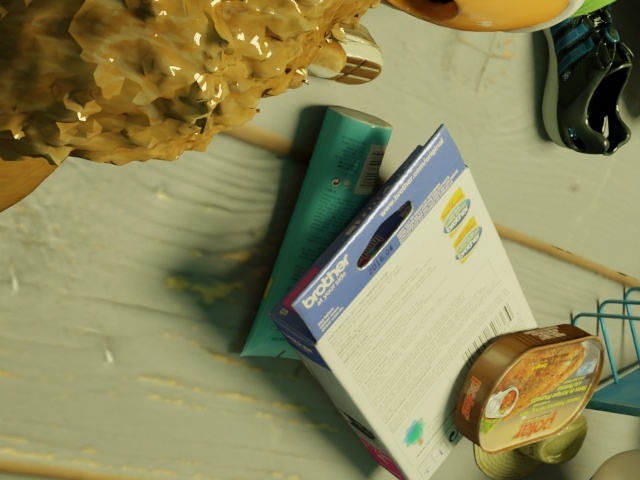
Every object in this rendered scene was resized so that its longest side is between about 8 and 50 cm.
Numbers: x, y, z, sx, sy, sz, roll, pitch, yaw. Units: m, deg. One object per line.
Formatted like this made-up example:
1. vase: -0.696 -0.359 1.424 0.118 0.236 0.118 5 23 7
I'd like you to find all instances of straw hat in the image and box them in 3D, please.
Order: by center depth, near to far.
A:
1. straw hat: 0.223 0.186 1.173 0.144 0.061 0.145 -14 114 -34

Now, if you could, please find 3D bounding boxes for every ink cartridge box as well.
1. ink cartridge box: 0.073 0.058 0.973 0.186 0.065 0.311 -49 142 -14

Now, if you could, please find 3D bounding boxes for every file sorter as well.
1. file sorter: 0.351 0.096 1.197 0.170 0.118 0.105 -22 101 -31

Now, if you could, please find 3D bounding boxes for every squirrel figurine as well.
1. squirrel figurine: -0.086 -0.145 0.601 0.370 0.397 0.281 -16 106 -47

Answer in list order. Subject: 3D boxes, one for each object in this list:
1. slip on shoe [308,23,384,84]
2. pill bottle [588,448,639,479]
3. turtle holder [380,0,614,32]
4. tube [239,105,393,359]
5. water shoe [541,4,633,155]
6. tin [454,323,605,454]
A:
1. slip on shoe: -0.013 -0.149 0.877 0.135 0.051 0.041 6 63 -31
2. pill bottle: 0.296 0.327 1.141 0.181 0.181 0.323 2 128 -39
3. turtle holder: 0.105 -0.290 0.775 0.227 0.243 0.320 -20 131 -32
4. tube: 0.000 0.000 0.940 0.080 0.052 0.207 9 105 -36
5. water shoe: 0.238 -0.173 1.037 0.073 0.080 0.203 -24 120 -30
6. tin: 0.188 0.130 1.072 0.189 0.040 0.106 -3 113 -48
